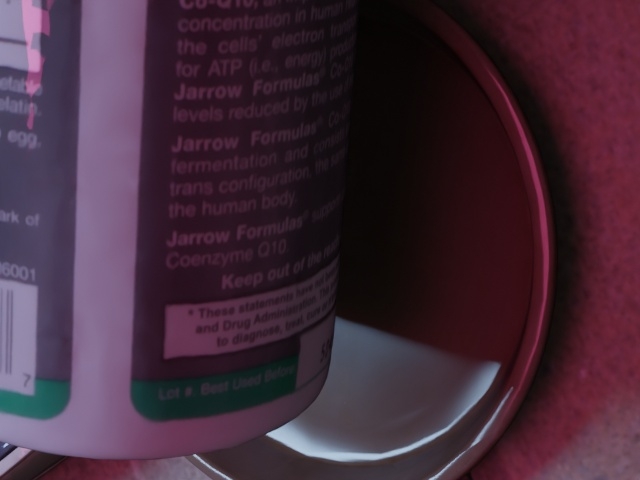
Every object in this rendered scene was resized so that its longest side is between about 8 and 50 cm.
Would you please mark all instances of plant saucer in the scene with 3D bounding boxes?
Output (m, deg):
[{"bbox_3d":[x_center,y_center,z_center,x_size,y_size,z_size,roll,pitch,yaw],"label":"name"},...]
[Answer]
[{"bbox_3d":[0.000,0.000,0.969,0.278,0.041,0.278,5,99,34],"label":"plant saucer"}]

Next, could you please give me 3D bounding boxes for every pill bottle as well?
[{"bbox_3d":[-0.083,-0.106,0.841,0.204,0.204,0.361,17,112,32],"label":"pill bottle"}]

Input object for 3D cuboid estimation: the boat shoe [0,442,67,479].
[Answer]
[{"bbox_3d":[-0.189,0.113,1.090,0.206,0.075,0.065,-39,77,36],"label":"boat shoe"}]
